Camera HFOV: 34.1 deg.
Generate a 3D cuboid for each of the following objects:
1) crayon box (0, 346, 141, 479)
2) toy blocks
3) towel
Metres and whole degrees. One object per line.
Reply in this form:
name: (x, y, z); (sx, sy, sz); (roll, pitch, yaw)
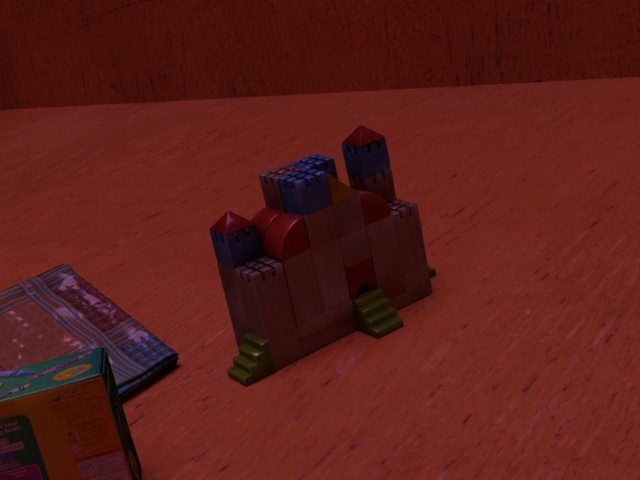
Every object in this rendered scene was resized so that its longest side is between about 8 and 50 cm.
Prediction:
crayon box: (-0.356, 0.238, 1.167); (0.279, 0.165, 0.081); (-14, 20, -6)
toy blocks: (0.000, 0.000, 1.472); (0.381, 0.260, 0.191); (-24, 23, -29)
towel: (-0.412, 0.169, 1.410); (0.271, 0.040, 0.370); (34, 42, 25)
